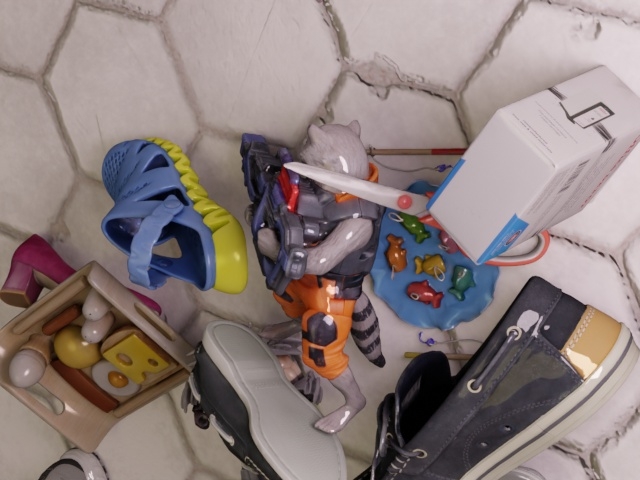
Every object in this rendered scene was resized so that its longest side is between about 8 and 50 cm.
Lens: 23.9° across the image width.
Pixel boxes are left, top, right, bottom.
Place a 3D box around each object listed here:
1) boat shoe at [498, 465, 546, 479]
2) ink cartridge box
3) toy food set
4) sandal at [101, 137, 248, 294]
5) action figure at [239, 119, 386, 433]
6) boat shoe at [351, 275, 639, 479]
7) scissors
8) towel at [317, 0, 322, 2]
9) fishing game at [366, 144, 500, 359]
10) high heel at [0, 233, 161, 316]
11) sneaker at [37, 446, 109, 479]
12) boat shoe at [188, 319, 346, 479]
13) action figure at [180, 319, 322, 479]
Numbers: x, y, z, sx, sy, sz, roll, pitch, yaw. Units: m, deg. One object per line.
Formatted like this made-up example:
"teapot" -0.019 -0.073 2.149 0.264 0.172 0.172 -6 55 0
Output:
"boat shoe" 0.182 0.371 1.791 0.118 0.103 0.320 26 125 6
"ink cartridge box" 0.221 -0.077 1.497 0.086 0.203 0.148 47 130 16
"toy food set" -0.310 0.171 2.052 0.219 0.092 0.306 43 135 -16
"sandal" -0.211 -0.033 1.872 0.317 0.138 0.126 42 136 51
"action figure" 0.000 0.000 1.742 0.341 0.178 0.330 -106 18 -54
"boat shoe" 0.134 0.209 1.693 0.156 0.187 0.500 43 126 -4
"scissors" 0.104 -0.028 1.608 0.021 0.297 0.109 -117 31 -70
"towel" -0.002 -0.316 1.707 0.060 0.009 0.083 46 130 15
"fishing game" 0.117 0.020 1.734 0.189 0.041 0.264 4 110 36
"high heel" -0.323 0.052 2.105 0.244 0.117 0.082 5 143 21
"sneaker" -0.345 0.450 2.249 0.100 0.108 0.272 -21 96 41
"boat shoe" -0.066 0.219 1.773 0.091 0.114 0.302 -65 36 27
"action figure" -0.076 0.228 1.933 0.185 0.099 0.285 -2 113 26
